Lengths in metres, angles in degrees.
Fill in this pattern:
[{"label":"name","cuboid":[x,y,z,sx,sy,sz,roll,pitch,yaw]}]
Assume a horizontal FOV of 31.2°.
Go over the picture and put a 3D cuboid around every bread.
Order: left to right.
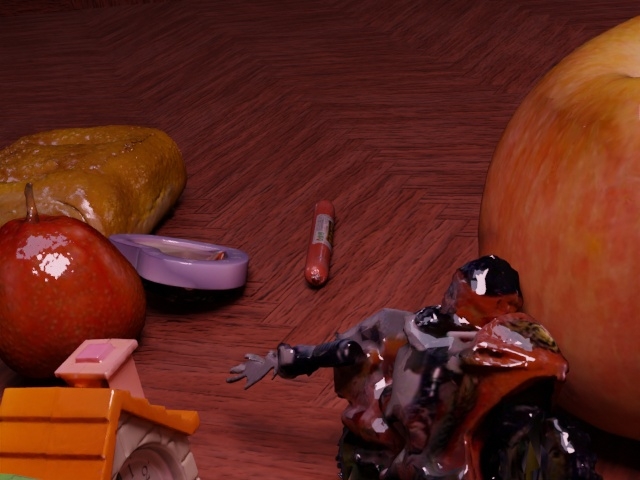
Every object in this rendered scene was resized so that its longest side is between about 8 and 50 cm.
[{"label":"bread","cuboid":[-0.394,-0.066,1.670,0.328,0.148,0.337,2,29,21]}]

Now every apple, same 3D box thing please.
[{"label":"apple","cuboid":[0.326,-0.014,0.976,0.391,0.346,0.391,-9,24,4]}]

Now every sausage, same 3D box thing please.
[{"label":"sausage","cuboid":[0.000,0.000,1.500,0.034,0.034,0.253,-9,24,7]}]

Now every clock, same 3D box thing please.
[{"label":"clock","cuboid":[-0.143,0.215,0.800,0.106,0.255,0.220,-3,26,21]},{"label":"clock","cuboid":[-0.169,0.039,1.440,0.172,0.064,0.198,3,10,-41]}]

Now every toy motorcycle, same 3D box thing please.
[{"label":"toy motorcycle","cuboid":[0.069,0.124,0.964,0.134,0.207,0.401,7,-11,-34]}]

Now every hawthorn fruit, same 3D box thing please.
[{"label":"hawthorn fruit","cuboid":[-0.305,0.042,1.312,0.196,0.225,0.196,-14,16,4]}]
